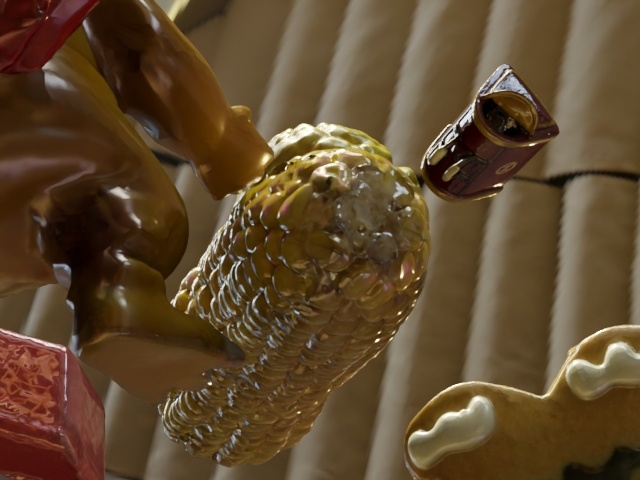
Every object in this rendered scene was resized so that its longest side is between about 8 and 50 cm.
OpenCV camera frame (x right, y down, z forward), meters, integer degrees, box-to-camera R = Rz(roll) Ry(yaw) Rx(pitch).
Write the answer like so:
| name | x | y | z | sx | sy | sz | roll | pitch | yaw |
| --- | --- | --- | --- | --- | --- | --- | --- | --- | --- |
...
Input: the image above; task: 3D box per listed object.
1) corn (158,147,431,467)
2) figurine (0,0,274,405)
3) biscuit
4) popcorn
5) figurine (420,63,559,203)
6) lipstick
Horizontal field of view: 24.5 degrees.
| name | x | y | z | sx | sy | sz | roll | pitch | yaw |
| --- | --- | --- | --- | --- | --- | --- | --- | --- | --- |
| corn | -0.020 | 0.035 | 0.675 | 0.292 | 0.101 | 0.101 | 125 | -32 | -67 |
| figurine | -0.150 | -0.119 | 0.630 | 0.401 | 0.268 | 0.387 | -26 | -125 | 19 |
| biscuit | 0.141 | 0.156 | 0.645 | 0.158 | 0.035 | 0.240 | -27 | -105 | 0 |
| popcorn | 0.000 | 0.000 | 1.415 | 0.226 | 0.200 | 0.203 | -16 | -127 | 34 |
| figurine | 0.145 | -0.093 | 1.347 | 0.082 | 0.098 | 0.154 | 55 | -33 | 10 |
| lipstick | -0.203 | 0.009 | 0.388 | 0.312 | 0.051 | 0.051 | 13 | -118 | 4 |
